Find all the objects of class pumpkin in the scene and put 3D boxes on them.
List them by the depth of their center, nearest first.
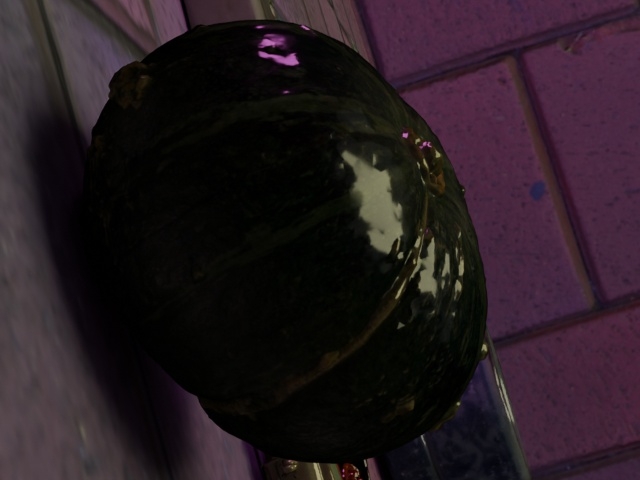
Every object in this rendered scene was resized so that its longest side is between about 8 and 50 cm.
[{"bbox_3d":[-0.014,-0.001,0.647,0.190,0.146,0.190,-18,90,-81],"label":"pumpkin"}]

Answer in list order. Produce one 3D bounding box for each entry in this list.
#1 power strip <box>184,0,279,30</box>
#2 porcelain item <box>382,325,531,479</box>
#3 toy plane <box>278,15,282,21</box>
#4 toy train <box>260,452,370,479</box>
[{"bbox_3d":[-0.055,-0.141,1.078,0.093,0.053,0.288,52,21,-67],"label":"power strip"},{"bbox_3d":[0.102,0.146,1.318,0.147,0.114,0.147,-16,90,-82],"label":"porcelain item"},{"bbox_3d":[-0.026,-0.103,1.226,0.096,0.060,0.235,52,20,-30],"label":"toy plane"},{"bbox_3d":[0.019,0.195,0.805,0.085,0.053,0.249,24,48,-73],"label":"toy train"}]
